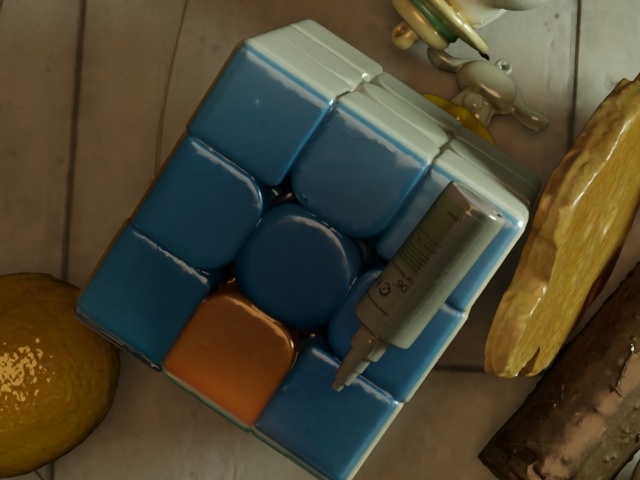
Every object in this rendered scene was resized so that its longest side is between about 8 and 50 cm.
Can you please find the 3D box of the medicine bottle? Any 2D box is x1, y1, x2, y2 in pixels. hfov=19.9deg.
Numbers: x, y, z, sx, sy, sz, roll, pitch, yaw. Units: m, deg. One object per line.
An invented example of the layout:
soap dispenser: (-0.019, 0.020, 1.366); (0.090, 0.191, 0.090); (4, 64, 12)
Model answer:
medicine bottle: (0.069, 0.044, 1.475); (0.058, 0.057, 0.199); (38, 104, 4)

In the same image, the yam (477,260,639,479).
yam: (0.281, 0.144, 1.751); (0.131, 0.131, 0.279); (40, 89, 4)

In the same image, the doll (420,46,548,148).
doll: (0.147, -0.141, 1.804); (0.113, 0.071, 0.135); (-28, 75, -8)

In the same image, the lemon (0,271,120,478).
lemon: (-0.299, 0.129, 1.737); (0.257, 0.188, 0.188); (-31, 86, -1)

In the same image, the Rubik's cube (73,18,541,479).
Rubik's cube: (0.000, 0.000, 1.655); (0.290, 0.291, 0.291); (33, 105, 3)

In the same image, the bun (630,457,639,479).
bun: (0.381, 0.248, 1.739); (0.173, 0.120, 0.172); (8, 118, 16)

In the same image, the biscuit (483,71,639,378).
biscuit: (0.242, -0.017, 1.686); (0.051, 0.269, 0.376); (24, 54, 20)

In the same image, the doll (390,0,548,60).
doll: (0.184, -0.305, 1.782); (0.144, 0.208, 0.271); (45, 51, -32)
